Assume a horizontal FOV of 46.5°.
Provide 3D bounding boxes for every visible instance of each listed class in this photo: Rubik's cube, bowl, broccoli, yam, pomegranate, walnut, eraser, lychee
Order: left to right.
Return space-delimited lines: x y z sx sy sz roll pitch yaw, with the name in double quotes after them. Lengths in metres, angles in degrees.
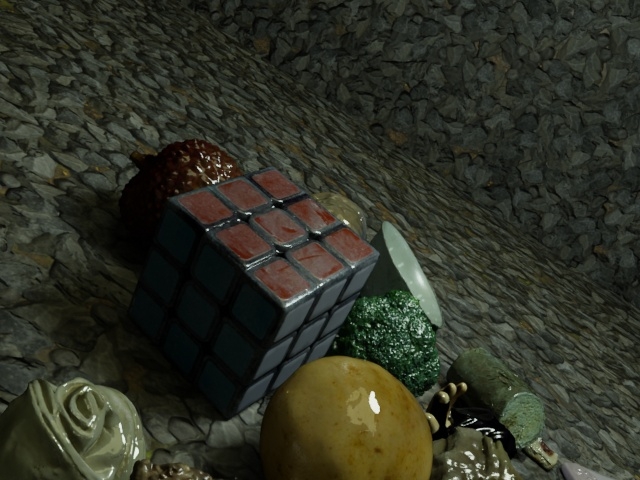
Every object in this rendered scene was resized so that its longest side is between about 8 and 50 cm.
-0.290 -0.083 1.604 0.304 0.275 0.276 41 21 -13 "lychee"
-0.126 0.086 1.388 0.305 0.301 0.303 41 36 22 "Rubik's cube"
0.000 0.002 1.872 0.248 0.248 0.248 27 24 -13 "walnut"
0.038 0.340 1.210 0.307 0.307 0.307 27 24 -13 "pomegranate"
0.111 0.240 1.603 0.269 0.269 0.254 -9 90 -58 "broccoli"
0.183 0.119 1.931 0.313 0.146 0.313 54 15 -22 "bowl"
0.411 0.361 1.766 0.153 0.154 0.254 14 23 -37 "yam"
0.693 0.629 1.733 0.204 0.059 0.243 24 20 -20 "eraser"

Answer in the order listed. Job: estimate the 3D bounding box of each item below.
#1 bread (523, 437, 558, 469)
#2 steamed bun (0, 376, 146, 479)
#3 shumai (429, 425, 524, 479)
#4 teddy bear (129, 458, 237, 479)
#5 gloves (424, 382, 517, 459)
0.530 0.509 1.793 0.083 0.035 0.070 44 26 16 "bread"
-0.337 0.262 1.022 0.217 0.144 0.211 23 24 -24 "steamed bun"
0.279 0.491 1.308 0.345 0.217 0.283 1 15 -11 "shumai"
-0.099 0.407 0.964 0.295 0.246 0.223 -1 60 4 "teddy bear"
0.298 0.400 1.546 0.301 0.152 0.197 46 -4 -41 "gloves"
